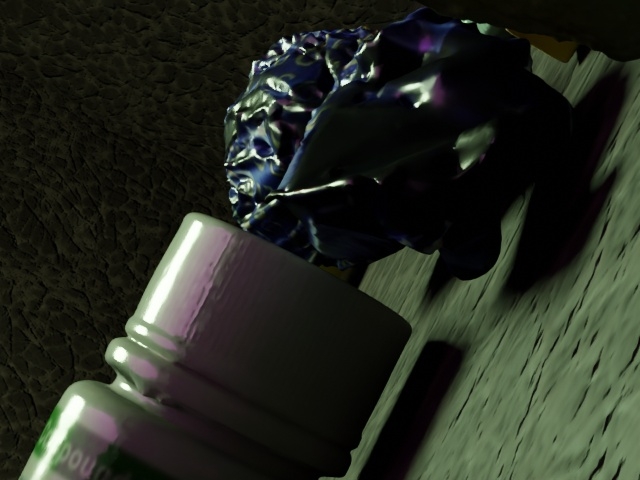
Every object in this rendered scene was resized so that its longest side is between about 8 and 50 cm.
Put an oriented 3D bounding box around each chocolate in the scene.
[{"bbox_3d":[0.033,-0.047,0.731,0.343,0.148,0.126,-176,75,-82],"label":"chocolate"}]

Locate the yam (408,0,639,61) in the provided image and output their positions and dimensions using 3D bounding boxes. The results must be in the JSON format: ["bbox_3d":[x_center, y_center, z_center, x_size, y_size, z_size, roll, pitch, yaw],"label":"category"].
[{"bbox_3d":[0.087,-0.168,0.478,0.161,0.161,0.268,-60,4,43],"label":"yam"}]

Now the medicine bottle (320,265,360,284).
[{"bbox_3d":[0.000,0.000,1.322,0.309,0.076,0.111,-64,9,-4],"label":"medicine bottle"}]

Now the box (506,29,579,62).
[{"bbox_3d":[0.141,-0.188,0.842,0.269,0.043,0.152,-67,3,-71],"label":"box"}]

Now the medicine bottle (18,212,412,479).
[{"bbox_3d":[-0.061,0.116,0.741,0.237,0.139,0.139,-61,3,-5],"label":"medicine bottle"}]

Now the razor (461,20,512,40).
[{"bbox_3d":[0.075,-0.092,1.146,0.111,0.056,0.278,-22,-14,-31],"label":"razor"}]
